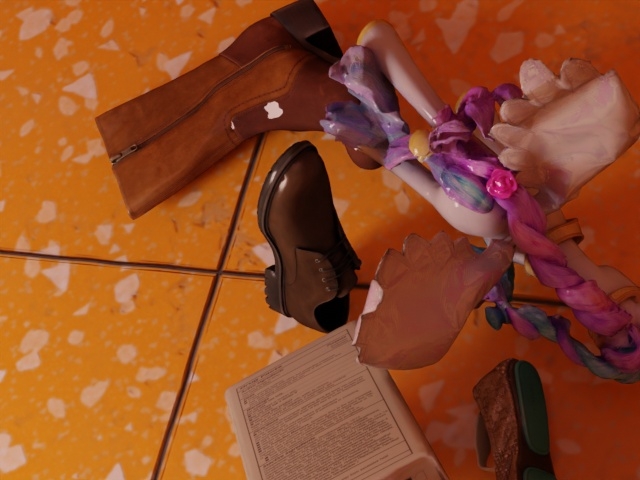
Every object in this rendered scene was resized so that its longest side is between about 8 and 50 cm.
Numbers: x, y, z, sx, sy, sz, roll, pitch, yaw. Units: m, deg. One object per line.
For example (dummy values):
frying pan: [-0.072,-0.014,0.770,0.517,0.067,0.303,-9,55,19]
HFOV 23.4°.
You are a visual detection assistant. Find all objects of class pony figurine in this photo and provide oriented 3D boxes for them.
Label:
pony figurine: [0.149,-0.036,1.337,0.303,0.351,0.363,-49,52,12]

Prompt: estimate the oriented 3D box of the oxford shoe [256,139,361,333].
oxford shoe: [0.000,0.000,1.425,0.096,0.227,0.083,32,60,30]

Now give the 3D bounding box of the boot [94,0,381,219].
boot: [-0.085,-0.110,1.594,0.280,0.096,0.264,-30,56,0]

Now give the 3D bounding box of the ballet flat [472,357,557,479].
ballet flat: [0.171,0.204,1.346,0.067,0.073,0.206,-30,47,33]

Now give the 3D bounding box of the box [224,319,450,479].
box: [0.022,0.190,1.263,0.148,0.121,0.311,-29,18,1]
